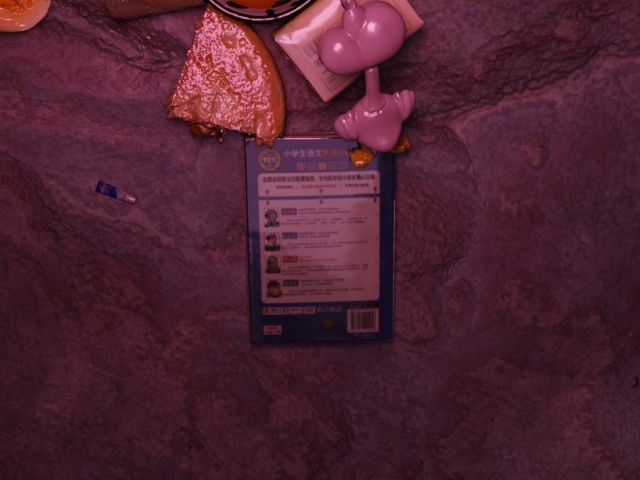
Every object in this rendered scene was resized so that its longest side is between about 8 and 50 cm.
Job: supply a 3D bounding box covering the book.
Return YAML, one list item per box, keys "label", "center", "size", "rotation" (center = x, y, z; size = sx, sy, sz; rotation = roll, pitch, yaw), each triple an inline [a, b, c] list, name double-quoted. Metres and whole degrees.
- label: "book"
  center: [0.000, 0.000, 1.810]
  size: [0.299, 0.039, 0.428]
  rotation: [-1, 105, -3]

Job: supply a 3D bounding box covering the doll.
- label: "doll"
  center: [0.085, -0.275, 1.596]
  size: [0.160, 0.094, 0.365]
  rotation: [-22, 134, -5]

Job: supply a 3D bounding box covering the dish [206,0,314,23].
- label: "dish"
  center: [-0.099, -0.526, 1.615]
  size: [0.302, 0.120, 0.303]
  rotation: [0, 104, 0]

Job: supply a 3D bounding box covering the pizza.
- label: "pizza"
  center: [-0.188, -0.285, 1.698]
  size: [0.228, 0.081, 0.290]
  rotation: [-31, 102, -3]

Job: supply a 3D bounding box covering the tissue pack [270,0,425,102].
- label: "tissue pack"
  center: [0.045, -0.384, 1.662]
  size: [0.234, 0.125, 0.159]
  rotation: [-39, 107, 7]

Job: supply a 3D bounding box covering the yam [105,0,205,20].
- label: "yam"
  center: [-0.299, -0.444, 1.643]
  size: [0.179, 0.078, 0.078]
  rotation: [-8, 106, 10]

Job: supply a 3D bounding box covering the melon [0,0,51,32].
- label: "melon"
  center: [-0.555, -0.444, 1.647]
  size: [0.128, 0.079, 0.160]
  rotation: [34, 101, -29]

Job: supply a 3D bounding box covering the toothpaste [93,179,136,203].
- label: "toothpaste"
  center: [-0.400, -0.092, 1.779]
  size: [0.083, 0.015, 0.024]
  rotation: [23, 96, -4]
